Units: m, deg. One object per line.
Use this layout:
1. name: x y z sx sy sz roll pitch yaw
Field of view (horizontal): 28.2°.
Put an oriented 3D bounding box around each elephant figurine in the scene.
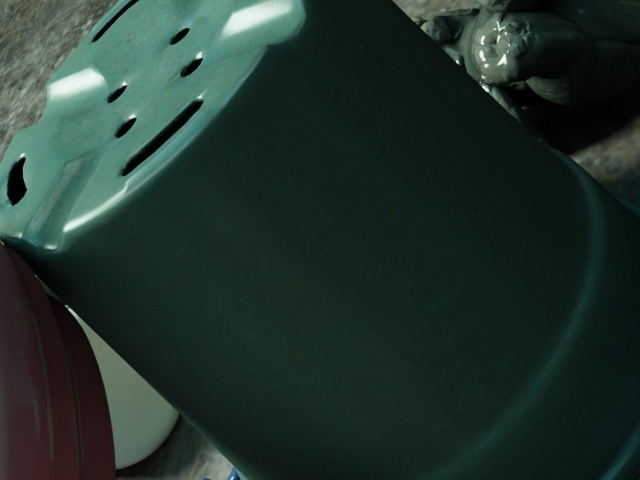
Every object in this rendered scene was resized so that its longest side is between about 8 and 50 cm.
1. elephant figurine: 0.138 -0.142 0.996 0.169 0.186 0.239 -23 -12 -30

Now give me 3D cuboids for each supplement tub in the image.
1. supplement tub: -0.233 0.132 1.121 0.199 0.144 0.144 -12 44 44

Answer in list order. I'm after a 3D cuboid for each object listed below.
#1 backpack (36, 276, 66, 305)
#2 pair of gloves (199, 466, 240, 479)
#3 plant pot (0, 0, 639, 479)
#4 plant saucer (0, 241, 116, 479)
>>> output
1. backpack: -0.204 0.037 1.211 0.115 0.152 0.182 -61 8 -34
2. pair of gloves: -0.090 0.251 0.915 0.159 0.023 0.198 -46 24 11
3. plant pot: 0.000 0.000 0.803 0.341 0.334 0.341 -32 32 24
4. plant saucer: -0.199 0.153 0.693 0.332 0.084 0.332 -19 67 54
